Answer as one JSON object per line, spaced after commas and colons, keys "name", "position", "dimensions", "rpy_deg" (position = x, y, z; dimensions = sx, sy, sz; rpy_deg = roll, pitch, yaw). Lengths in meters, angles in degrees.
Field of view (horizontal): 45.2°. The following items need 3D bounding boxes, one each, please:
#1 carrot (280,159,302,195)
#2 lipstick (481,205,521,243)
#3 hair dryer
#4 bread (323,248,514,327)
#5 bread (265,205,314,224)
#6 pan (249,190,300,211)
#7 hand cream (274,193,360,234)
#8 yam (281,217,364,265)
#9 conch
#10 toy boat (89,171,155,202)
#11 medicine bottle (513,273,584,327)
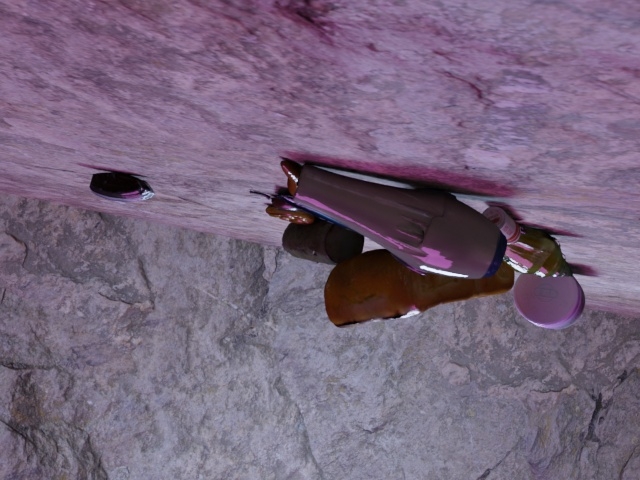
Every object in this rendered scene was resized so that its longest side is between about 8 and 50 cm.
{"name": "carrot", "position": [-0.036, -0.089, 1.110], "dimensions": [0.035, 0.035, 0.142], "rpy_deg": [10, 169, 8]}
{"name": "lipstick", "position": [0.276, -0.022, 1.171], "dimensions": [0.039, 0.038, 0.131], "rpy_deg": [9, 176, 25]}
{"name": "hair dryer", "position": [0.085, -0.043, 1.120], "dimensions": [0.296, 0.118, 0.298], "rpy_deg": [19, -174, -23]}
{"name": "bread", "position": [0.203, 0.077, 1.614], "dimensions": [0.328, 0.147, 0.337], "rpy_deg": [-10, 175, -33]}
{"name": "bread", "position": [-0.066, -0.056, 1.675], "dimensions": [0.110, 0.024, 0.110], "rpy_deg": [10, 175, 1]}
{"name": "pan", "position": [-0.085, -0.074, 1.487], "dimensions": [0.115, 0.023, 0.068], "rpy_deg": [12, 177, -23]}
{"name": "hand cream", "position": [0.048, -0.045, 1.414], "dimensions": [0.271, 0.061, 0.120], "rpy_deg": [18, -179, -6]}
{"name": "yam", "position": [0.000, 0.000, 1.739], "dimensions": [0.107, 0.107, 0.194], "rpy_deg": [13, 176, -34]}
{"name": "conch", "position": [0.346, 0.012, 1.296], "dimensions": [0.201, 0.079, 0.095], "rpy_deg": [22, 152, -28]}
{"name": "toy boat", "position": [-0.407, -0.106, 1.595], "dimensions": [0.140, 0.059, 0.066], "rpy_deg": [8, 164, 14]}
{"name": "medicine bottle", "position": [0.560, 0.139, 1.874], "dimensions": [0.152, 0.152, 0.254], "rpy_deg": [9, 175, 24]}
